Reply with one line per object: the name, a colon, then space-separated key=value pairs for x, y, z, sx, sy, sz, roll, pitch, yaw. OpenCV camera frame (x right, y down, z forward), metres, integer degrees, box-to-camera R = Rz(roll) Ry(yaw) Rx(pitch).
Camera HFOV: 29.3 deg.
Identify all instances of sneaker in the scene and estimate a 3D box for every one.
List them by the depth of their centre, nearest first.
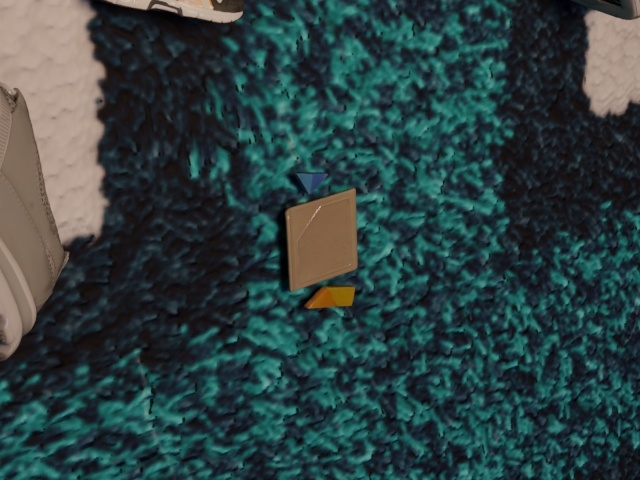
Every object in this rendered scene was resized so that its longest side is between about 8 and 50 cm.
sneaker: x=-0.224 y=-0.072 z=0.682 sx=0.115 sy=0.105 sz=0.281 roll=-57 pitch=138 yaw=-55
sneaker: x=-0.092 y=-0.163 z=0.771 sx=0.109 sy=0.040 sz=0.043 roll=4 pitch=102 yaw=-40

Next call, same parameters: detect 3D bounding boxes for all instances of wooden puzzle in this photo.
wooden puzzle: x=0.000 y=0.000 z=0.926 sx=0.079 sy=0.014 sz=0.116 roll=-13 pitch=114 yaw=-40

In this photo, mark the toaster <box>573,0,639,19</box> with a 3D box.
toaster: x=0.233 y=-0.274 z=0.934 sx=0.146 sy=0.129 sz=0.227 roll=-51 pitch=143 yaw=-8
